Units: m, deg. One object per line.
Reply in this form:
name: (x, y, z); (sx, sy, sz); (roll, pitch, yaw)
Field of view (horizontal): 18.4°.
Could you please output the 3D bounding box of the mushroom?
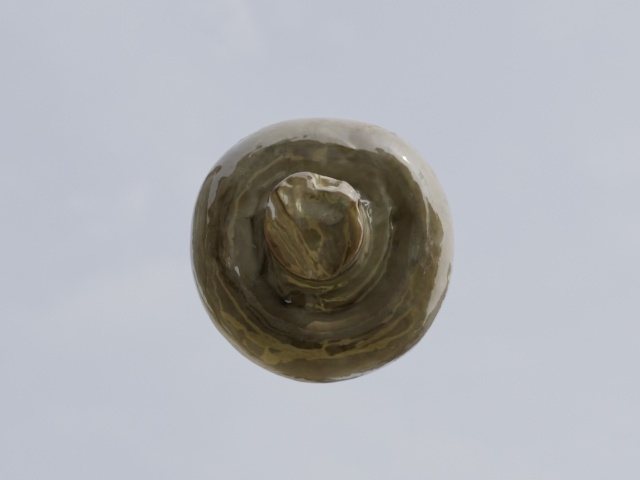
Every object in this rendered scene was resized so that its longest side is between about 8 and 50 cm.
mushroom: (0.000, 0.000, 1.449); (0.204, 0.204, 0.204); (7, -41, 6)
